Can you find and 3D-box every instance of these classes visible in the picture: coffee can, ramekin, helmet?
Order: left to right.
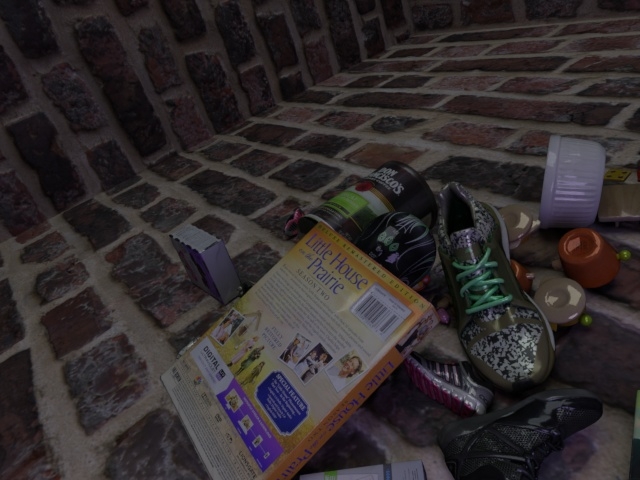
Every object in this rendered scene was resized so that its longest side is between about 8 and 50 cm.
[{"bbox_3d":[0.112,-0.038,1.159,0.275,0.201,0.201,-34,33,-23],"label":"coffee can"},{"bbox_3d":[0.152,0.021,0.976,0.161,0.169,0.169,-38,34,-17],"label":"helmet"},{"bbox_3d":[0.542,-0.122,1.053,0.109,0.207,0.207,8,39,25],"label":"ramekin"}]

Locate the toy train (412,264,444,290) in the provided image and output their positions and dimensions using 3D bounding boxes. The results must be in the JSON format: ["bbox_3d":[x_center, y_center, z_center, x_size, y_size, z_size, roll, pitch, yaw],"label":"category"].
[{"bbox_3d":[0.196,0.114,1.008,0.166,0.046,0.125,-42,29,-29],"label":"toy train"}]

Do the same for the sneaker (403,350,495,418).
[{"bbox_3d":[0.213,0.227,0.804,0.075,0.063,0.170,-35,38,-25],"label":"sneaker"}]

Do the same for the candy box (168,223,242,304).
[{"bbox_3d":[-0.300,0.058,1.275,0.070,0.165,0.196,-34,33,-27],"label":"candy box"}]

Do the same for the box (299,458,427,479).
[{"bbox_3d":[0.058,0.383,0.661,0.186,0.038,0.145,-14,30,12],"label":"box"}]

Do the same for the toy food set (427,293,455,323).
[{"bbox_3d":[0.270,0.138,0.959,0.122,0.019,0.078,3,37,32],"label":"toy food set"}]

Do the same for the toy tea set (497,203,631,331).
[{"bbox_3d":[0.417,0.047,0.970,0.200,0.124,0.336,-55,40,-2],"label":"toy tea set"}]

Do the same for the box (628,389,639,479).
[{"bbox_3d":[0.458,0.320,0.511,0.232,0.058,0.322,4,36,34],"label":"box"}]

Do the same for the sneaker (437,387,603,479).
[{"bbox_3d":[0.283,0.283,0.649,0.227,0.087,0.130,-20,31,5],"label":"sneaker"}]

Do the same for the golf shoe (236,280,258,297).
[{"bbox_3d":[-0.080,0.124,1.055,0.120,0.105,0.273,-7,5,-32],"label":"golf shoe"}]

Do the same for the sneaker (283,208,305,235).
[{"bbox_3d":[-0.088,-0.047,1.458,0.057,0.047,0.119,-23,22,34],"label":"sneaker"}]

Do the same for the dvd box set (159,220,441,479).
[{"bbox_3d":[-0.052,0.187,0.823,0.420,0.062,0.307,-45,46,-8],"label":"dvd box set"}]

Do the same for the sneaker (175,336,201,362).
[{"bbox_3d":[-0.173,0.229,0.996,0.270,0.090,0.145,-27,33,-7],"label":"sneaker"}]

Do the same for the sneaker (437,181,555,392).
[{"bbox_3d":[0.270,0.060,0.852,0.158,0.182,0.410,-27,46,22],"label":"sneaker"}]

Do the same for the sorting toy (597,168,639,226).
[{"bbox_3d":[0.671,-0.075,1.047,0.132,0.046,0.274,-2,35,28],"label":"sorting toy"}]
